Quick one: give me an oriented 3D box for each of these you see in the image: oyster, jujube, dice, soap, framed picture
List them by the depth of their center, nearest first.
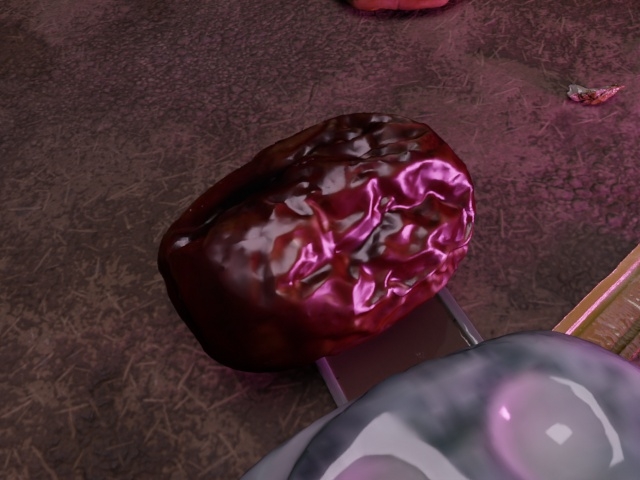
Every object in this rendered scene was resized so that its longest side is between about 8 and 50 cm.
[{"bbox_3d":[0.129,0.286,0.446,0.330,0.348,0.328,-23,61,-11],"label":"dice"},{"bbox_3d":[0.000,-0.001,0.720,0.377,0.276,0.276,-24,55,-21],"label":"jujube"},{"bbox_3d":[0.131,0.194,0.727,0.216,0.016,0.273,-21,56,-12],"label":"framed picture"},{"bbox_3d":[0.406,0.088,0.773,0.252,0.037,0.092,-36,58,-20],"label":"soap"},{"bbox_3d":[0.483,-0.259,1.026,0.093,0.034,0.051,4,37,21],"label":"oyster"}]

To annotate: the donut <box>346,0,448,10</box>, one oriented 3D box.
[{"bbox_3d":[0.174,-0.606,1.231,0.317,0.150,0.299,-35,62,-20],"label":"donut"}]
